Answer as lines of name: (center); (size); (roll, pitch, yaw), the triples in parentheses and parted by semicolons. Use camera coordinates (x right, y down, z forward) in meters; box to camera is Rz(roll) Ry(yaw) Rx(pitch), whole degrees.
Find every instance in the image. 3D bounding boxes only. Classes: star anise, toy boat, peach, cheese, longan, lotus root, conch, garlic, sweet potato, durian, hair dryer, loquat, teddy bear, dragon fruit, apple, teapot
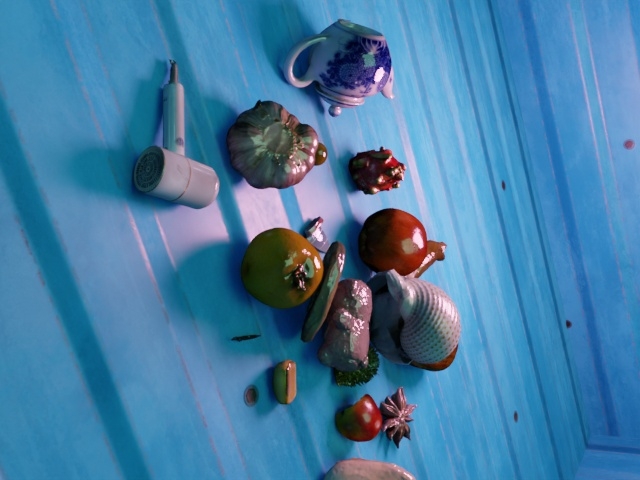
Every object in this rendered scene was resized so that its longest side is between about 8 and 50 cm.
star anise: (0.246, 0.578, 2.073); (0.182, 0.065, 0.195); (32, 64, -40)
toy boat: (0.000, 0.001, 1.869); (0.096, 0.034, 0.122); (-50, 124, -38)
peach: (0.118, 0.540, 1.879); (0.118, 0.151, 0.151); (45, 28, 25)
cheese: (0.130, 0.708, 1.781); (0.248, 0.251, 0.173); (13, 72, -35)
longan: (-0.018, -0.261, 1.869); (0.083, 0.075, 0.075); (39, 40, 11)
lotus root: (0.369, 0.356, 2.196); (0.291, 0.193, 0.193); (25, 64, -45)
conch: (0.285, 0.228, 1.969); (0.215, 0.303, 0.319); (-19, 92, -45)
garlic: (-0.128, -0.239, 1.644); (0.245, 0.160, 0.244); (4, 77, -18)
sweet potato: (0.387, 0.077, 2.321); (0.286, 0.085, 0.112); (-44, 123, -46)
durian: (0.130, 0.371, 1.929); (0.221, 0.096, 0.137); (0, 84, -56)
hair dryer: (-0.325, -0.257, 1.446); (0.173, 0.108, 0.357); (19, 63, -53)
loquat: (-0.098, 0.069, 1.587); (0.208, 0.208, 0.208); (12, 75, -51)
teddy bear: (0.072, 0.240, 1.809); (0.236, 0.151, 0.267); (69, 22, -73)
dragon fruit: (0.187, -0.226, 2.037); (0.167, 0.172, 0.160); (6, 79, -51)
apple: (0.224, 0.007, 2.025); (0.230, 0.230, 0.229); (12, 75, -51)
teapot: (0.077, -0.507, 1.911); (0.424, 0.252, 0.280); (0, 122, -34)

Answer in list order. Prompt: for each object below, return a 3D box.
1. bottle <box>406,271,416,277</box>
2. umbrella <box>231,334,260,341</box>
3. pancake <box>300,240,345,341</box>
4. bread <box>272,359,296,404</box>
bottle: (0.285, 0.104, 2.169); (0.110, 0.097, 0.209); (40, 51, -11)
umbrella: (-0.189, 0.246, 1.594); (0.122, 0.022, 0.013); (11, 49, -62)
pancake: (0.006, 0.137, 1.706); (0.050, 0.294, 0.294); (20, 60, -3)
bread: (-0.098, 0.372, 1.657); (0.082, 0.056, 0.115); (-32, 123, -70)
